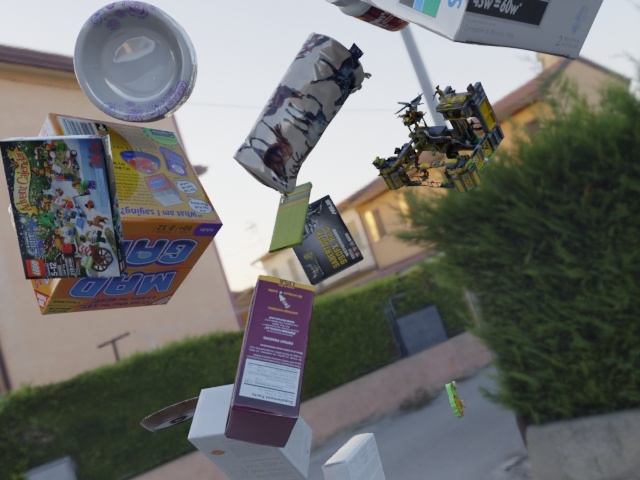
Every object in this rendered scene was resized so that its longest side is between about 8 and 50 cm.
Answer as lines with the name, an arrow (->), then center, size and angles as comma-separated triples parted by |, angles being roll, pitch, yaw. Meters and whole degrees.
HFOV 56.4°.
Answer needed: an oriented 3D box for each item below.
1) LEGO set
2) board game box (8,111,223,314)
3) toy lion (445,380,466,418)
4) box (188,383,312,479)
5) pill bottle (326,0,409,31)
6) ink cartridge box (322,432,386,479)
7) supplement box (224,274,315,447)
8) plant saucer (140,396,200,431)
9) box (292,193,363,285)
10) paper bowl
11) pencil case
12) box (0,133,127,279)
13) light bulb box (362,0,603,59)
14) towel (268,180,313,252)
LEGO set -> 0.264, -0.257, 1.437 | 0.255, 0.192, 0.331 | -47, 32, -17
board game box -> -0.547, -0.062, 1.574 | 0.356, 0.356, 0.356 | 0, -41, -47
toy lion -> 0.405, 0.482, 1.797 | 0.034, 0.100, 0.096 | -27, -10, 18
box -> -0.107, 0.314, 0.967 | 0.130, 0.170, 0.091 | -13, 40, 19
pill bottle -> 0.109, -0.552, 1.335 | 0.221, 0.121, 0.121 | 0, -18, -44
ink cartridge box -> 0.086, 0.512, 1.149 | 0.066, 0.232, 0.189 | -14, -6, 19
supplement box -> -0.064, 0.153, 0.769 | 0.080, 0.188, 0.104 | 12, -39, -6
plant saucer -> -0.341, 0.415, 1.418 | 0.168, 0.029, 0.168 | -21, -18, -7
box -> 0.000, 0.000, 1.844 | 0.183, 0.231, 0.056 | -27, -8, -6
paper bowl -> -0.450, -0.438, 1.491 | 0.284, 0.284, 0.148 | -19, 11, 3
pencil case -> -0.046, -0.300, 1.455 | 0.410, 0.183, 0.160 | -59, -2, -7
box -> -0.415, -0.053, 0.975 | 0.159, 0.233, 0.044 | -2, 18, -1
light bulb box -> 0.295, -0.519, 1.139 | 0.358, 0.361, 0.225 | -5, -55, -33
towel -> -0.078, -0.064, 1.613 | 0.102, 0.237, 0.021 | -17, -49, 24
